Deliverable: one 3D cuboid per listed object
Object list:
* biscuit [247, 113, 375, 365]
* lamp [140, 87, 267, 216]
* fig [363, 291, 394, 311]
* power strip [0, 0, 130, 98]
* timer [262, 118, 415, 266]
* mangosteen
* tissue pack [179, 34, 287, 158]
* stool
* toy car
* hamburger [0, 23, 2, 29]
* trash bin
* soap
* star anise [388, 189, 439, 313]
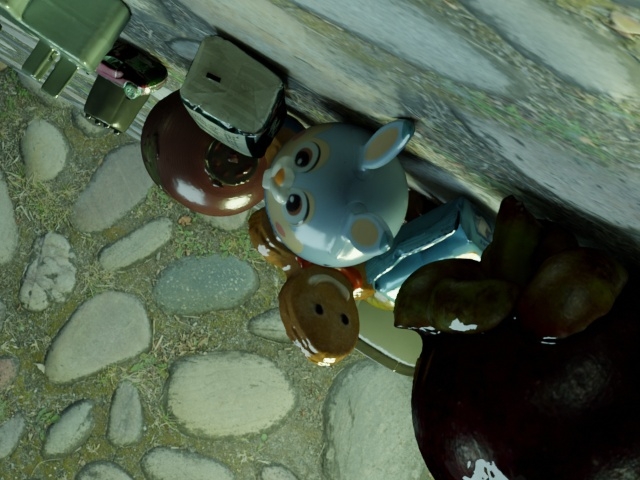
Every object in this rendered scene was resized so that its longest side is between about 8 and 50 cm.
[{"bbox_3d":[0.001,-0.001,1.349,0.205,0.324,0.049,30,137,-35],"label":"biscuit"},{"bbox_3d":[-0.146,-0.128,1.482,0.180,0.180,0.258,32,179,-23],"label":"lamp"},{"bbox_3d":[0.099,-0.010,1.576,0.149,0.149,0.245,27,147,42],"label":"fig"},{"bbox_3d":[-0.377,-0.292,1.355,0.261,0.141,0.229,34,177,-5],"label":"power strip"},{"bbox_3d":[0.013,-0.053,1.174,0.175,0.175,0.255,30,179,6],"label":"timer"},{"bbox_3d":[0.225,0.124,1.117,0.347,0.307,0.307,62,169,-12],"label":"mangosteen"},{"bbox_3d":[-0.093,-0.155,1.242,0.103,0.090,0.170,31,178,1],"label":"tissue pack"},{"bbox_3d":[-0.350,-0.243,1.922,0.096,0.110,0.096,27,177,2],"label":"stool"},{"bbox_3d":[-0.289,-0.259,1.640,0.142,0.069,0.055,30,134,18],"label":"toy car"},{"bbox_3d":[-0.521,-0.350,1.517,0.183,0.130,0.206,14,-157,-30],"label":"hamburger"},{"bbox_3d":[0.149,0.114,2.059,0.220,0.219,0.250,33,-177,-1],"label":"trash bin"},{"bbox_3d":[0.182,0.052,1.365,0.293,0.156,0.077,36,-142,-41],"label":"soap"},{"bbox_3d":[0.128,0.017,1.429,0.158,0.144,0.140,29,168,38],"label":"star anise"}]
